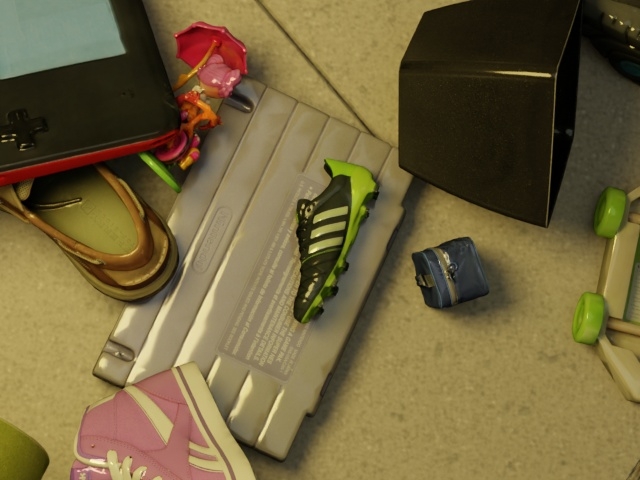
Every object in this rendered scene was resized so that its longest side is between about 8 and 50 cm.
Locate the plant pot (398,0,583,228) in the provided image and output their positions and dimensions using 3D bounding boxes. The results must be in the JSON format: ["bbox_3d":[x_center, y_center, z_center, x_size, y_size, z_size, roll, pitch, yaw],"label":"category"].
[{"bbox_3d":[0.174,-0.149,1.823,0.167,0.187,0.188,9,37,14],"label":"plant pot"}]

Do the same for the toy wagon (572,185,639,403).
[{"bbox_3d":[0.424,0.018,1.906,0.267,0.068,0.344,14,80,-5],"label":"toy wagon"}]

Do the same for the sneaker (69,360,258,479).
[{"bbox_3d":[-0.147,0.240,1.669,0.161,0.282,0.102,-17,127,-15],"label":"sneaker"}]

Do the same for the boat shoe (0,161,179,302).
[{"bbox_3d":[-0.276,-0.070,1.782,0.324,0.120,0.122,36,80,14],"label":"boat shoe"}]

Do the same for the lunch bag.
[{"bbox_3d":[0.132,0.037,1.851,0.065,0.098,0.067,-19,90,-7],"label":"lunch bag"}]

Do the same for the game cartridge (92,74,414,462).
[{"bbox_3d":[-0.061,0.029,1.850,0.230,0.068,0.355,27,79,-7],"label":"game cartridge"}]

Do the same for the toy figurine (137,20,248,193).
[{"bbox_3d":[-0.137,-0.149,1.799,0.159,0.173,0.130,-46,129,-2],"label":"toy figurine"}]

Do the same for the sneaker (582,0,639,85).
[{"bbox_3d":[0.328,-0.270,1.907,0.341,0.125,0.139,29,75,-4],"label":"sneaker"}]

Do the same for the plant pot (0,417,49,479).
[{"bbox_3d":[-0.430,0.295,1.626,0.275,0.275,0.293,20,68,-4],"label":"plant pot"}]

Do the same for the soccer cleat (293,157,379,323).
[{"bbox_3d":[0.000,0.000,1.809,0.072,0.060,0.179,21,73,6],"label":"soccer cleat"}]

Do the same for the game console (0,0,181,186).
[{"bbox_3d":[-0.348,-0.215,1.773,0.342,0.060,0.386,-16,59,-7],"label":"game console"}]
